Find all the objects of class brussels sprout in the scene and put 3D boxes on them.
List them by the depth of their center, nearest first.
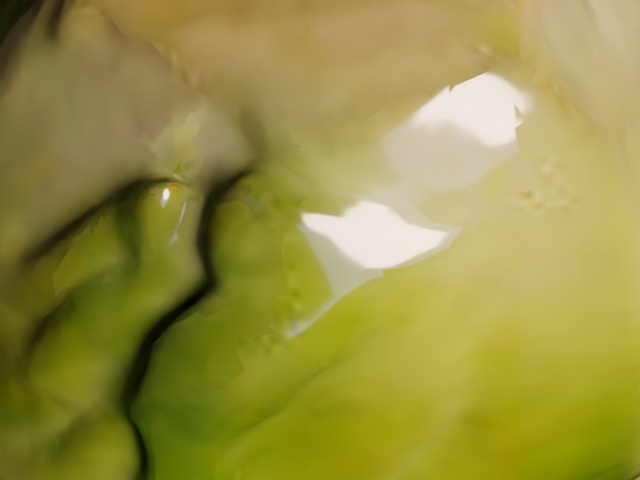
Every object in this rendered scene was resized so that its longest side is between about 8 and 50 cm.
[{"bbox_3d":[-0.001,0.002,0.452,0.259,0.227,0.294,-29,151,-22],"label":"brussels sprout"}]

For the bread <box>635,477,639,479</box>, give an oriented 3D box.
[{"bbox_3d":[0.148,0.160,0.641,0.102,0.183,0.337,-31,126,-2],"label":"bread"}]
